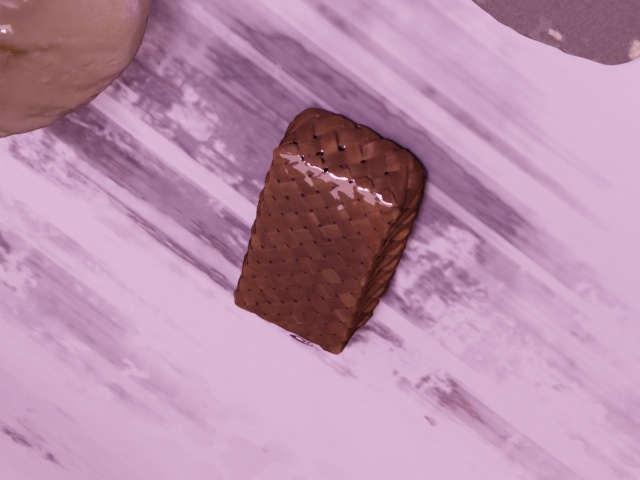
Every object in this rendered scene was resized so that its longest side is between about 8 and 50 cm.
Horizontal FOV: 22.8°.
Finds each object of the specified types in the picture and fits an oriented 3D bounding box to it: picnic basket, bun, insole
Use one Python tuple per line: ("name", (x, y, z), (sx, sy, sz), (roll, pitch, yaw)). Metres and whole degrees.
("picnic basket", (0.000, 0.000, 1.097), (0.110, 0.055, 0.193), (27, 141, 7))
("bun", (-0.244, -0.168, 1.004), (0.272, 0.168, 0.273), (12, 130, 14))
("insole", (0.085, -0.177, 0.902), (0.248, 0.011, 0.081), (33, 138, -1))
